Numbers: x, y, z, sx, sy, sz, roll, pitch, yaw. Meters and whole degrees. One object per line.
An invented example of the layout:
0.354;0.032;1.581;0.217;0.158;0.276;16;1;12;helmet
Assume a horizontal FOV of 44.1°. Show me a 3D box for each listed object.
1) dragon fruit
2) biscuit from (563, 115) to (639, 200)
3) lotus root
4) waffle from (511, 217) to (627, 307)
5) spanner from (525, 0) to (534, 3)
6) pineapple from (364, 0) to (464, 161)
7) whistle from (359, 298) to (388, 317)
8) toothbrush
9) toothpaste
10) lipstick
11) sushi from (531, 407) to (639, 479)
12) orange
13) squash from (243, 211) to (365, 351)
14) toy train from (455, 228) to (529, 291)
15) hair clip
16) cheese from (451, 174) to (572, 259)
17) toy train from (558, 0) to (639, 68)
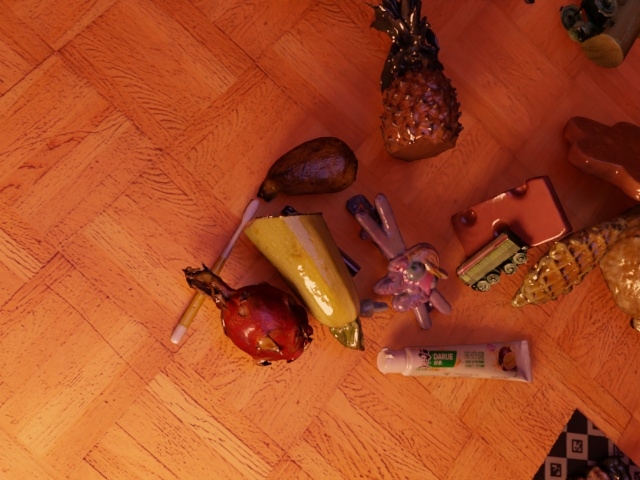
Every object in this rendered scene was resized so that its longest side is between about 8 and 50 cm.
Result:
-0.123;0.114;1.300;0.246;0.125;0.125;37;78;-1;dragon fruit
0.662;-0.148;1.595;0.354;0.052;0.275;16;37;-3;biscuit
-0.024;-0.122;1.405;0.190;0.095;0.108;-17;47;-17;lotus root
0.463;0.042;1.473;0.214;0.208;0.054;-15;53;-33;waffle
0.458;-0.614;1.734;0.046;0.012;0.209;6;75;-18;spanner
0.170;-0.335;1.488;0.165;0.165;0.365;-3;75;-19;pineapple
0.074;0.122;1.403;0.100;0.035;0.035;-5;78;-21;whistle
-0.178;0.049;1.346;0.021;0.024;0.288;31;71;-6;toothbrush
0.251;0.220;1.434;0.314;0.056;0.058;3;116;-21;toothpaste
0.000;0.000;1.417;0.176;0.027;0.027;42;67;-3;lipstick
0.514;0.469;1.456;0.231;0.047;0.220;43;67;-4;sushi
0.734;0.072;1.550;0.369;0.210;0.271;45;56;-1;orange
0.007;0.058;1.330;0.137;0.137;0.288;-36;85;-23;squash
0.319;0.041;1.452;0.071;0.148;0.038;42;38;-6;toy train
0.136;0.035;1.418;0.137;0.090;0.278;-35;89;-14;hair clip
0.382;-0.049;1.474;0.202;0.177;0.128;-18;82;-23;cheese
0.651;-0.519;1.713;0.189;0.126;0.307;38;67;-6;toy train
